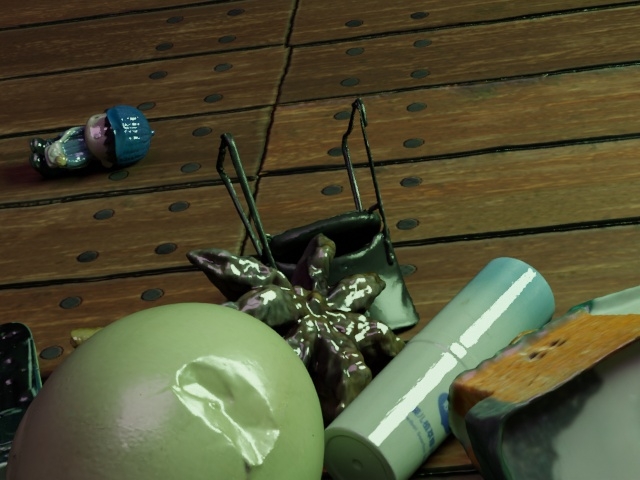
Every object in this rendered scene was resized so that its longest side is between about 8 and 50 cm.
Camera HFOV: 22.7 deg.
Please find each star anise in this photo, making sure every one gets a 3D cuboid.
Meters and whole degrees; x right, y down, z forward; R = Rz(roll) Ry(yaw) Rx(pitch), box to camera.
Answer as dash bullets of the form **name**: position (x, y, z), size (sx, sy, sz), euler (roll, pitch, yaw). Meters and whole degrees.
- **star anise**: position (-0.008, 0.081, 1.334), size (0.212, 0.073, 0.196), euler (-7, 62, -38)

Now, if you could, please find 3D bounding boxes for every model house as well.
- **model house**: position (0.221, 0.139, 1.176), size (0.271, 0.190, 0.301), euler (-27, 8, -13)

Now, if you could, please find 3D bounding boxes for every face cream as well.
- **face cream**: position (0.100, 0.109, 1.308), size (0.077, 0.077, 0.250), euler (13, 40, 35)

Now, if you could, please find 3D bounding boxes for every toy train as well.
- **toy train**: position (-0.266, 0.146, 1.399), size (0.052, 0.051, 0.234), euler (-15, 28, -6)

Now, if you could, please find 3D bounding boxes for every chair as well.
- **chair**: position (0.000, 0.000, 1.503), size (0.140, 0.221, 0.145), euler (-17, -11, -7)

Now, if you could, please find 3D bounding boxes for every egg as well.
- **egg**: position (-0.110, 0.164, 1.157), size (0.219, 0.219, 0.269), euler (3, 39, 22)

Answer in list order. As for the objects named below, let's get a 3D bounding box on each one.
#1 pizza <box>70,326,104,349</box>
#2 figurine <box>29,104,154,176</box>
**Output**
- **pizza**: position (-0.140, 0.133, 1.372), size (0.134, 0.056, 0.271), euler (-19, 30, -27)
- **figurine**: position (-0.255, -0.105, 1.800), size (0.136, 0.079, 0.077), euler (-23, 49, 22)
